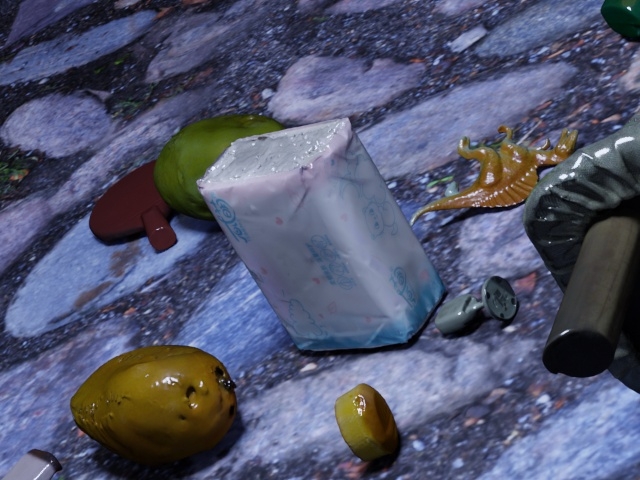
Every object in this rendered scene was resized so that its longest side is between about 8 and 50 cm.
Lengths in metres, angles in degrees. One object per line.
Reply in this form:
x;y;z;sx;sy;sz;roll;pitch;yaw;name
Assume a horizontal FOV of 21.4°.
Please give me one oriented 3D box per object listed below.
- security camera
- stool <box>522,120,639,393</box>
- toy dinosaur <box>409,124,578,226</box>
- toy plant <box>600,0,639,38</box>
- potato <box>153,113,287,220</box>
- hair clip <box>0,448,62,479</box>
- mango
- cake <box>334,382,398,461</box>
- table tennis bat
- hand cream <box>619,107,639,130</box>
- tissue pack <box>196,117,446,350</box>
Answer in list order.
0.175;0.080;1.957;0.092;0.058;0.058;-25;25;44;security camera
0.368;0.057;1.500;0.310;0.310;0.226;-25;34;19;stool
0.226;-0.070;2.164;0.142;0.057;0.212;20;67;36;toy dinosaur
0.489;-0.381;2.320;0.233;0.112;0.243;-11;39;40;toy plant
-0.141;-0.113;2.511;0.253;0.148;0.186;-9;37;38;potato
-0.407;0.396;1.991;0.085;0.101;0.331;12;52;50;hair clip
-0.208;0.197;2.056;0.249;0.156;0.151;-3;74;43;mango
0.052;0.197;1.841;0.044;0.084;0.084;-26;27;17;cake
-0.275;-0.057;2.685;0.200;0.038;0.310;-33;26;-1;table tennis bat
0.424;-0.159;2.085;0.086;0.055;0.235;-1;33;42;hand cream
0.002;0.000;2.021;0.201;0.271;0.124;-9;33;39;tissue pack
